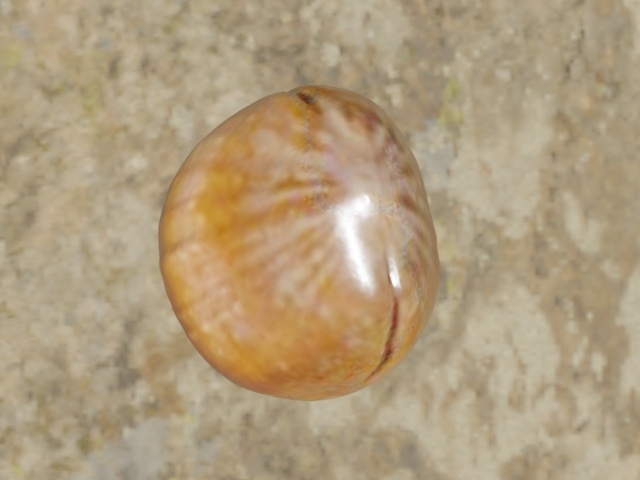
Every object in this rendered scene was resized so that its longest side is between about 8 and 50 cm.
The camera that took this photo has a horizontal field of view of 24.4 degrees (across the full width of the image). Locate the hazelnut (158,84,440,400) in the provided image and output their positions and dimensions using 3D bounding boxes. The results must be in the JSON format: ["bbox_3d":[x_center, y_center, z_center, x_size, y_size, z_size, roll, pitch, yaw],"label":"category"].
[{"bbox_3d":[0.000,0.000,0.717,0.150,0.150,0.150,4,85,-48],"label":"hazelnut"}]
